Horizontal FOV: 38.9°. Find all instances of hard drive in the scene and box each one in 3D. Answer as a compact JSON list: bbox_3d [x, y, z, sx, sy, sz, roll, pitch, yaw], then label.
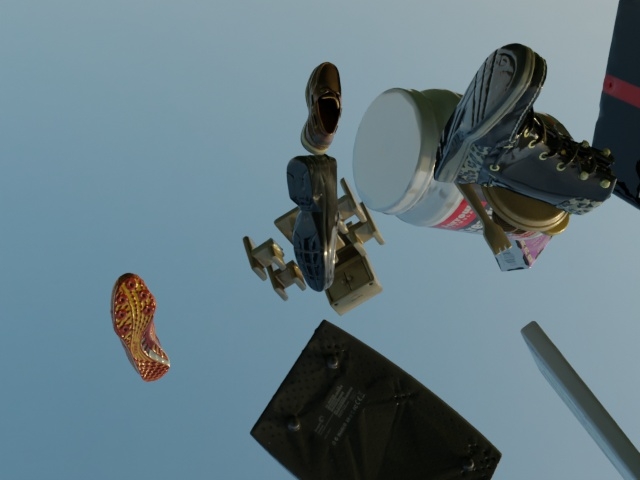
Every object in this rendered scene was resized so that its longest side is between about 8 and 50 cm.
[{"bbox_3d":[0.059,0.223,0.978,0.254,0.054,0.172,37,-120,-5],"label":"hard drive"}]

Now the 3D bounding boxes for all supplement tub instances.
[{"bbox_3d":[0.202,-0.106,1.270,0.272,0.191,0.191,7,-153,-29],"label":"supplement tub"}]

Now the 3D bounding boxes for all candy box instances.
[{"bbox_3d":[0.392,-0.063,1.845,0.070,0.196,0.165,-11,-156,44],"label":"candy box"}]

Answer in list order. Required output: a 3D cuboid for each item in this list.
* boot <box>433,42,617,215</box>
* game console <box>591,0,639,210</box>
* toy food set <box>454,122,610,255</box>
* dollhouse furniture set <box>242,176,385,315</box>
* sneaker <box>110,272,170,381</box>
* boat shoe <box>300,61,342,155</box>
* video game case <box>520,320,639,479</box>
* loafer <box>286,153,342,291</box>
[{"bbox_3d":[0.230,-0.106,0.931,0.178,0.236,0.085,16,-112,-6],"label":"boot"},{"bbox_3d":[0.509,-0.178,1.218,0.060,0.342,0.386,-5,-155,-17],"label":"game console"},{"bbox_3d":[0.249,-0.061,1.107,0.192,0.038,0.132,-23,-103,-25],"label":"toy food set"},{"bbox_3d":[0.000,0.000,1.661,0.212,0.242,0.161,-31,-134,10],"label":"dollhouse furniture set"},{"bbox_3d":[-0.247,0.112,1.195,0.064,0.175,0.067,-24,-139,-26],"label":"sneaker"},{"bbox_3d":[0.011,-0.226,1.498,0.064,0.060,0.178,20,-122,-21],"label":"boat shoe"},{"bbox_3d":[0.465,0.307,1.536,0.036,0.300,0.329,-36,-118,4],"label":"video game case"},{"bbox_3d":[0.003,-0.022,1.106,0.061,0.170,0.062,-15,-161,-38],"label":"loafer"}]
